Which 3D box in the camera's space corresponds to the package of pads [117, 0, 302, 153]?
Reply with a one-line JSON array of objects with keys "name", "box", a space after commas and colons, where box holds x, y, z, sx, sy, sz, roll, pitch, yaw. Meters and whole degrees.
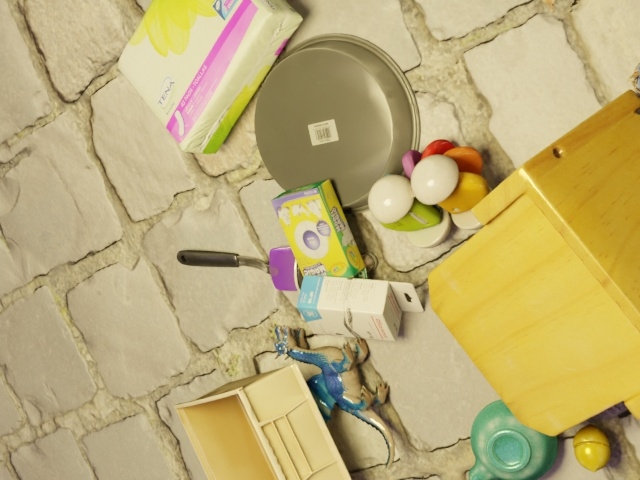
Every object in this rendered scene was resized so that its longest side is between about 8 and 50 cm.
[{"name": "package of pads", "box": [-0.191, -0.322, 1.584, 0.229, 0.101, 0.296, 51, 122, 23]}]

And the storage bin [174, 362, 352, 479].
[{"name": "storage bin", "box": [-0.097, 0.361, 1.658, 0.262, 0.123, 0.260, -26, 89, 56]}]

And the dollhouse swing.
[{"name": "dollhouse swing", "box": [0.381, 0.053, 1.361, 0.347, 0.315, 0.305, 52, 156, 9]}]

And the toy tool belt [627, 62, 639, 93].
[{"name": "toy tool belt", "box": [0.453, -0.220, 1.288, 0.083, 0.051, 0.052, -5, 100, 30]}]

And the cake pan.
[{"name": "cake pan", "box": [0.014, -0.180, 1.550, 0.293, 0.054, 0.293, 8, 107, 28]}]

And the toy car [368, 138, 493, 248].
[{"name": "toy car", "box": [0.164, -0.081, 1.452, 0.182, 0.159, 0.136, -24, 55, 32]}]

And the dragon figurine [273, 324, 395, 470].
[{"name": "dragon figurine", "box": [0.028, 0.254, 1.634, 0.144, 0.085, 0.289, -30, 85, 33]}]

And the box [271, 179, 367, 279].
[{"name": "box", "box": [0.000, 0.000, 1.559, 0.105, 0.043, 0.179, -13, 107, 40]}]

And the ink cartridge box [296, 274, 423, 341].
[{"name": "ink cartridge box", "box": [0.065, 0.110, 1.547, 0.180, 0.104, 0.060, 3, 60, 21]}]

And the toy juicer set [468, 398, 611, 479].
[{"name": "toy juicer set", "box": [0.329, 0.321, 1.481, 0.209, 0.089, 0.329, 15, 100, 18]}]

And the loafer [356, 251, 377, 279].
[{"name": "loafer", "box": [0.042, 0.065, 1.604, 0.045, 0.039, 0.125, 49, 121, 8]}]

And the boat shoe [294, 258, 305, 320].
[{"name": "boat shoe", "box": [-0.019, 0.081, 1.632, 0.038, 0.046, 0.125, -3, 114, 14]}]

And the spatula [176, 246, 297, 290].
[{"name": "spatula", "box": [-0.129, 0.041, 1.702, 0.296, 0.030, 0.084, 5, 113, 29]}]
